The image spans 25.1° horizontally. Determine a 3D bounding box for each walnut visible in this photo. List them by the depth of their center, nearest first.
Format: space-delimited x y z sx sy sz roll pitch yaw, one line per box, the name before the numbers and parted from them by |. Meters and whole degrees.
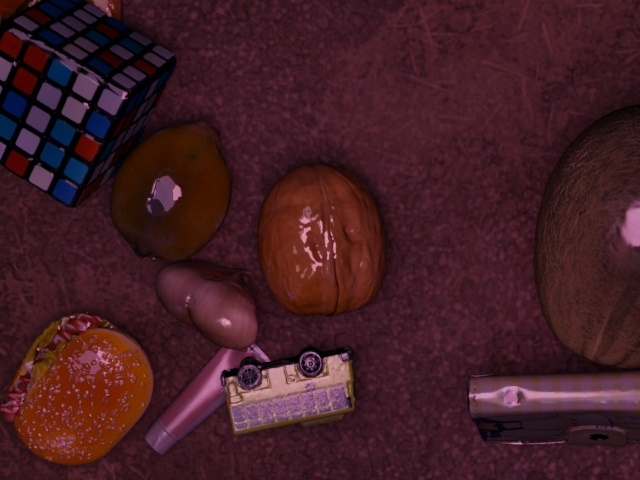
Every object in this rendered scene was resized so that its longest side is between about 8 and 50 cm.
walnut | 0.000 0.000 1.827 0.165 0.165 0.197 -13 94 8

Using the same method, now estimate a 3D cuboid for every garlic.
garlic | -0.137 0.082 1.861 0.174 0.124 0.099 29 99 48

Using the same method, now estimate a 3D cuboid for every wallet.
wallet | 0.344 0.210 1.781 0.309 0.223 0.077 -2 71 11

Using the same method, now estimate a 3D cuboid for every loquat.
loquat | -0.190 -0.065 1.853 0.152 0.152 0.195 26 90 4

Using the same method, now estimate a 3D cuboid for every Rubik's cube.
Rubik's cube | -0.317 -0.182 1.809 0.182 0.184 0.187 32 119 2

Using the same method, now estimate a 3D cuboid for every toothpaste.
toothpaste | -0.156 0.207 1.928 0.194 0.043 0.067 -44 90 3

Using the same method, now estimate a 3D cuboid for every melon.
melon | 0.383 -0.005 1.735 0.248 0.248 0.329 18 99 5

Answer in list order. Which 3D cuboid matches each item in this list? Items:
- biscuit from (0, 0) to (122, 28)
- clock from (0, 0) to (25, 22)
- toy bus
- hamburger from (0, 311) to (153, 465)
biscuit | -0.361 -0.350 1.892 0.203 0.041 0.260 -40 88 9
clock | -0.495 -0.295 1.853 0.220 0.106 0.255 19 100 25
toy bus | -0.038 0.194 1.875 0.175 0.088 0.101 -11 90 -1
hamburger | -0.321 0.198 1.907 0.173 0.116 0.210 41 99 -1
